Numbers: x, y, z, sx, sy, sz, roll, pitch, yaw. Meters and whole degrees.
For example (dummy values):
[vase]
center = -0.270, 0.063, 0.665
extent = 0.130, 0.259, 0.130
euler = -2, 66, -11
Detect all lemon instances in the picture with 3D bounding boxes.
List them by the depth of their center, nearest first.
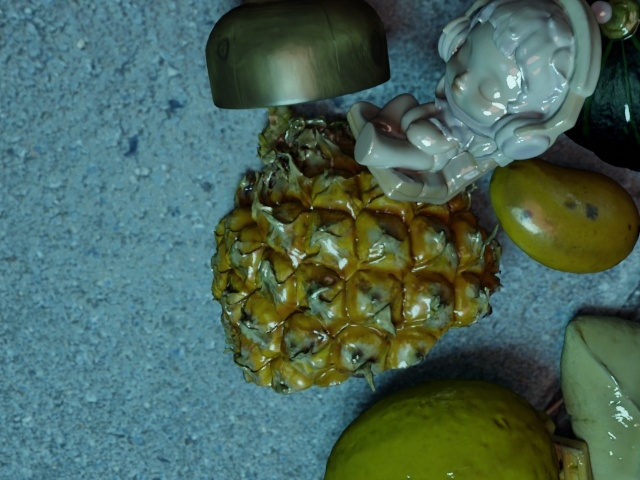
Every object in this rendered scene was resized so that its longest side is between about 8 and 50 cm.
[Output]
[lemon]
center = 0.130, 0.270, 1.009
extent = 0.236, 0.236, 0.263
euler = 43, 122, -10

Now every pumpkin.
[pumpkin]
center = 0.335, -0.186, 0.881
extent = 0.248, 0.248, 0.248
euler = 1, 107, 2

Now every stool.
[stool]
center = -0.036, -0.271, 0.872
extent = 0.179, 0.179, 0.264
euler = -7, 107, 4

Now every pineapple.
[pineapple]
center = -0.001, -0.003, 0.937
extent = 0.344, 0.209, 0.286
euler = -23, 105, 8

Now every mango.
[mango]
center = 0.255, -0.024, 0.964
extent = 0.178, 0.090, 0.115
euler = 12, 67, -28

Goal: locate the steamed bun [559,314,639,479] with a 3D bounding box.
[steamed bun]
center = 0.375, 0.204, 1.043
extent = 0.231, 0.110, 0.212
euler = 9, 108, 2

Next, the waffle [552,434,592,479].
[waffle]
center = 0.281, 0.290, 1.090
extent = 0.021, 0.092, 0.135
euler = -24, 110, -37

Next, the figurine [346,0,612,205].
[figurine]
center = 0.143, -0.135, 0.807
extent = 0.237, 0.162, 0.141
euler = -36, 146, 30
